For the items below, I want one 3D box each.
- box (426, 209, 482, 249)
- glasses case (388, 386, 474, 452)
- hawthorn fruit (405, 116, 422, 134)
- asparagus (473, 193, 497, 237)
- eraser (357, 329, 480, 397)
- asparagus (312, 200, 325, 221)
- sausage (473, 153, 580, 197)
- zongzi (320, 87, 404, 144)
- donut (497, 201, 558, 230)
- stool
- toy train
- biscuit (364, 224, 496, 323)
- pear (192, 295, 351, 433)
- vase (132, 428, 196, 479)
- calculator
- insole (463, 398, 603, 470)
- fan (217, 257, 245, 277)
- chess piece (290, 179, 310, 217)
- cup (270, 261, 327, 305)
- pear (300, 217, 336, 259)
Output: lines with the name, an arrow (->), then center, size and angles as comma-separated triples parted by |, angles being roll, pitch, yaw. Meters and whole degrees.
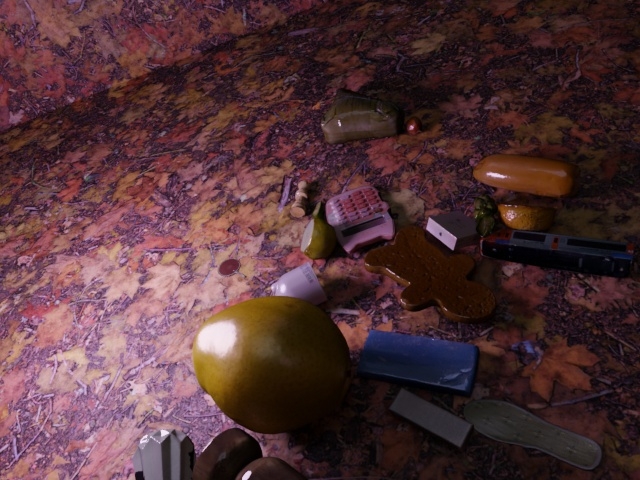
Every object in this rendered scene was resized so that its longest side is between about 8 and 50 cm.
box -> 0.426, -0.033, 1.797 | 0.130, 0.051, 0.129 | -13, 39, -30
glasses case -> 0.276, 0.446, 1.431 | 0.205, 0.047, 0.070 | 21, 62, 34
hawthorn fruit -> 0.378, -0.438, 2.231 | 0.067, 0.066, 0.103 | -34, 58, -13
asparagus -> 0.516, -0.091, 1.794 | 0.080, 0.080, 0.287 | -7, 20, 14
eraser -> 0.262, 0.328, 1.551 | 0.312, 0.042, 0.144 | 5, 50, 24
asparagus -> -0.006, -0.082, 2.042 | 0.045, 0.041, 0.178 | -8, 44, 1
sausage -> 0.661, -0.221, 1.885 | 0.354, 0.116, 0.134 | 15, 65, 36
zongzi -> 0.189, -0.543, 2.343 | 0.323, 0.159, 0.360 | 0, 41, 13
donut -> 0.618, -0.073, 1.730 | 0.175, 0.074, 0.190 | 2, 7, -5
stool -> -0.151, 0.588, 1.356 | 0.264, 0.179, 0.179 | 22, 59, 35
toy train -> 0.673, 0.028, 1.657 | 0.410, 0.086, 0.089 | 9, 51, 27
biscuit -> 0.332, 0.120, 1.707 | 0.283, 0.064, 0.432 | -32, 46, -25
pear -> -0.125, 0.315, 1.484 | 0.419, 0.362, 0.362 | 7, 51, 19
vase -> -0.375, 0.655, 1.404 | 0.165, 0.165, 0.360 | -19, 49, 2
calculator -> 0.136, -0.082, 1.991 | 0.220, 0.048, 0.329 | -20, 42, 2
insole -> 0.498, 0.456, 1.369 | 0.322, 0.007, 0.109 | 15, 55, 32
fan -> -0.305, 0.102, 2.000 | 0.133, 0.005, 0.085 | 25, 59, 37
chess piece -> -0.071, -0.162, 2.135 | 0.060, 0.060, 0.171 | -4, 44, 16
cup -> -0.076, 0.143, 1.787 | 0.142, 0.134, 0.173 | -26, 46, -3
pear -> 0.000, 0.000, 1.912 | 0.104, 0.141, 0.141 | 22, 47, -15
